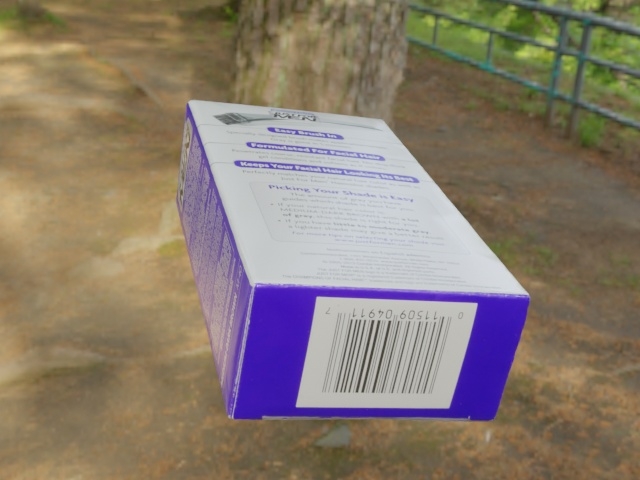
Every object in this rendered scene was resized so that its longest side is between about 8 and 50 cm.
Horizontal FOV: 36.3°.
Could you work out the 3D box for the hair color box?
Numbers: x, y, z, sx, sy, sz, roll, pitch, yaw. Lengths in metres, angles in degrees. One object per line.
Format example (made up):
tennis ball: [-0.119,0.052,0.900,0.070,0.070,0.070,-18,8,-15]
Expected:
hair color box: [0.000,0.000,0.749,0.185,0.110,0.339,4,27,-16]
